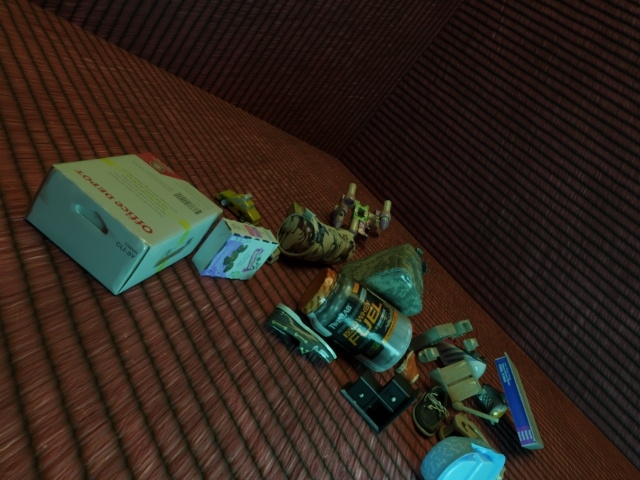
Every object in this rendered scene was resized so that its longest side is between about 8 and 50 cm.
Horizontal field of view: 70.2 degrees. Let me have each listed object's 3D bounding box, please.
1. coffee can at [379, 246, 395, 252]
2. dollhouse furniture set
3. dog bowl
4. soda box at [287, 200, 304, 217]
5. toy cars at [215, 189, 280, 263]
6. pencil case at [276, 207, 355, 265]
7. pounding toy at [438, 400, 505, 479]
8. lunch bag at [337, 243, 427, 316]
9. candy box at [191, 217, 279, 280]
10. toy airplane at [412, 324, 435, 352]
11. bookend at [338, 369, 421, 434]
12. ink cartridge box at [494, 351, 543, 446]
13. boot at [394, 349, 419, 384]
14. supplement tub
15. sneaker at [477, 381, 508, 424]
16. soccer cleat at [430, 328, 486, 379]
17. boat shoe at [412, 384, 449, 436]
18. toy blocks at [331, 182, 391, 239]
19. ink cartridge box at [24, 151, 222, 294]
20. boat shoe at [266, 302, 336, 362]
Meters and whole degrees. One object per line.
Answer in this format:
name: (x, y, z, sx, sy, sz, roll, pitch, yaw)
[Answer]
coffee can: (0.335, 0.165, 2.098, 0.201, 0.201, 0.275, 39, 19, -2)
dollhouse furniture set: (0.499, 0.515, 1.749, 0.303, 0.174, 0.356, -3, 63, -38)
dog bowl: (0.384, 0.615, 1.240, 0.297, 0.166, 0.074, 24, 12, -38)
soda box: (-0.110, -0.108, 2.082, 0.058, 0.061, 0.181, 31, 20, -22)
toy cars: (-0.257, -0.076, 1.683, 0.176, 0.087, 0.394, 21, 27, -44)
pencil case: (0.000, 0.000, 1.813, 0.160, 0.183, 0.410, 52, 15, 23)
pounding toy: (0.481, 0.613, 1.421, 0.154, 0.155, 0.269, 27, 23, -44)
lunch bag: (0.221, 0.141, 1.648, 0.213, 0.305, 0.256, 60, 25, -24)
candy box: (-0.245, 0.031, 1.336, 0.196, 0.165, 0.070, 14, 32, -53)
toy airplane: (0.421, 0.407, 1.928, 0.151, 0.028, 0.151, 13, 34, -9)
bookend: (0.165, 0.416, 1.259, 0.156, 0.157, 0.072, 46, 19, 14)
ink cartridge box: (0.773, 0.636, 1.790, 0.330, 0.071, 0.324, 41, 34, -50)
boot: (0.322, 0.457, 1.642, 0.084, 0.059, 0.158, 46, 27, 7)
supplement tub: (0.109, 0.248, 1.460, 0.338, 0.207, 0.207, 36, 19, -10)
sneaker: (0.683, 0.653, 1.849, 0.121, 0.099, 0.262, 38, 9, 17)
soccer cleat: (0.544, 0.489, 1.925, 0.116, 0.143, 0.331, 29, -2, -30)
boat shoe: (0.367, 0.545, 1.477, 0.095, 0.079, 0.254, 46, 19, 16)
toy blocks: (0.196, -0.088, 2.472, 0.288, 0.309, 0.260, 24, 55, -12)
ink cartridge box: (-0.464, -0.066, 1.141, 0.279, 0.160, 0.385, 40, 18, 0)
boat shoe: (-0.054, 0.278, 1.299, 0.228, 0.069, 0.081, 43, -22, -4)
